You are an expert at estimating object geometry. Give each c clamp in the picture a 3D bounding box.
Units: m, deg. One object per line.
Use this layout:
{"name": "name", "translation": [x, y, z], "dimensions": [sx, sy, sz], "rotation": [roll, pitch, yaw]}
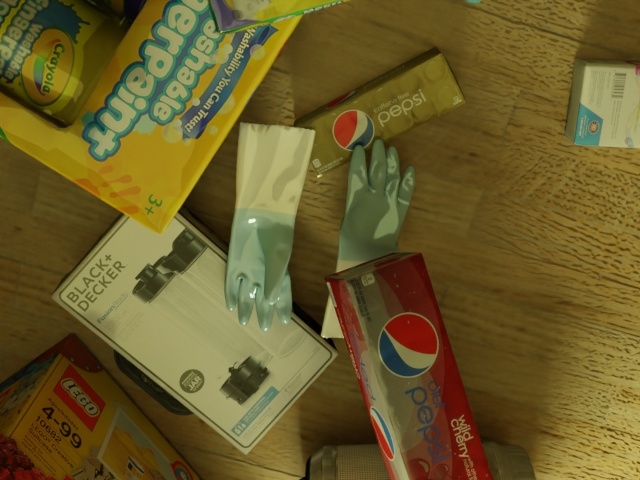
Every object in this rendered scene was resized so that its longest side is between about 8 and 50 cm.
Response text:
{"name": "c clamp", "translation": [-0.167, 0.145, 1.074], "dimensions": [0.160, 0.022, 0.137], "rotation": [38, 101, -13]}

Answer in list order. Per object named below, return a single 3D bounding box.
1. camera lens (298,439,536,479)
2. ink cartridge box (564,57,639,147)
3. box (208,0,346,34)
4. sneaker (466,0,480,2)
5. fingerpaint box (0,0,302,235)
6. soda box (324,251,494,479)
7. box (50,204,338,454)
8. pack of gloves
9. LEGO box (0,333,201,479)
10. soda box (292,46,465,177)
{"name": "camera lens", "translation": [0.112, 0.351, 1.034], "dimensions": [0.274, 0.219, 0.220], "rotation": [-3, 109, 2]}
{"name": "ink cartridge box", "translation": [0.338, -0.149, 0.948], "dimensions": [0.122, 0.052, 0.089], "rotation": [4, 109, 1]}
{"name": "box", "translation": [-0.015, -0.248, 0.735], "dimensions": [0.179, 0.043, 0.105], "rotation": [-18, 104, -7]}
{"name": "sneaker", "translation": [0.182, -0.352, 0.865], "dimensions": [0.092, 0.087, 0.229], "rotation": [6, 111, -3]}
{"name": "fingerpaint box", "translation": [-0.184, -0.293, 0.810], "dimensions": [0.371, 0.163, 0.445], "rotation": [33, 95, -10]}
{"name": "soda box", "translation": [0.093, 0.148, 0.911], "dimensions": [0.092, 0.083, 0.264], "rotation": [-18, 94, -15]}
{"name": "box", "translation": [-0.142, 0.088, 1.005], "dimensions": [0.290, 0.087, 0.169], "rotation": [43, 93, -12]}
{"name": "pack of gloves", "translation": [0.000, 0.000, 0.932], "dimensions": [0.194, 0.046, 0.232], "rotation": [5, 104, -7]}
{"name": "LEGO box", "translation": [-0.238, 0.414, 0.984], "dimensions": [0.193, 0.372, 0.500], "rotation": [-34, 105, 11]}
{"name": "soda box", "translation": [0.062, -0.141, 0.953], "dimensions": [0.181, 0.058, 0.061], "rotation": [-27, 107, 9]}
